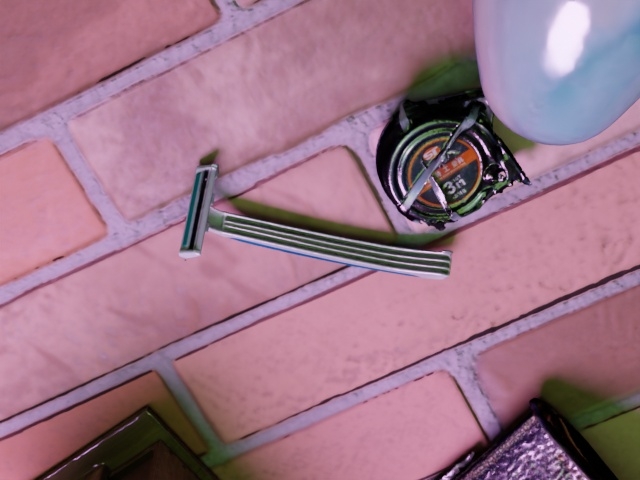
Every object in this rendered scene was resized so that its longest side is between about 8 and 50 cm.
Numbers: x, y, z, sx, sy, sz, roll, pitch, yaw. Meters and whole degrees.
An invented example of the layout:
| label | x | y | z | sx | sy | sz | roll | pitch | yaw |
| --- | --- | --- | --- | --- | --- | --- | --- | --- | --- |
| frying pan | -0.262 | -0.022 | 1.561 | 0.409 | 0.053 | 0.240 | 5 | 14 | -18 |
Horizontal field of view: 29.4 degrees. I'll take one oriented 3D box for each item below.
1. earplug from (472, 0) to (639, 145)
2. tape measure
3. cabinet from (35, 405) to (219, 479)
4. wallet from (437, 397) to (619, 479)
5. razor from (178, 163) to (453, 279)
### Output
| label | x | y | z | sx | sy | sz | roll | pitch | yaw |
| --- | --- | --- | --- | --- | --- | --- | --- | --- | --- |
| earplug | 0.176 | -0.200 | 0.697 | 0.185 | 0.185 | 0.324 | 9 | 121 | -5 |
| tape measure | 0.084 | -0.057 | 0.822 | 0.094 | 0.054 | 0.091 | -25 | 112 | 4 |
| cabinet | -0.128 | 0.277 | 0.915 | 0.148 | 0.175 | 0.215 | -33 | 112 | 14 |
| wallet | 0.174 | 0.285 | 0.924 | 0.221 | 0.071 | 0.262 | -45 | 72 | 16 |
| razor | -0.001 | 0.001 | 0.860 | 0.191 | 0.037 | 0.068 | 12 | 73 | -11 |
